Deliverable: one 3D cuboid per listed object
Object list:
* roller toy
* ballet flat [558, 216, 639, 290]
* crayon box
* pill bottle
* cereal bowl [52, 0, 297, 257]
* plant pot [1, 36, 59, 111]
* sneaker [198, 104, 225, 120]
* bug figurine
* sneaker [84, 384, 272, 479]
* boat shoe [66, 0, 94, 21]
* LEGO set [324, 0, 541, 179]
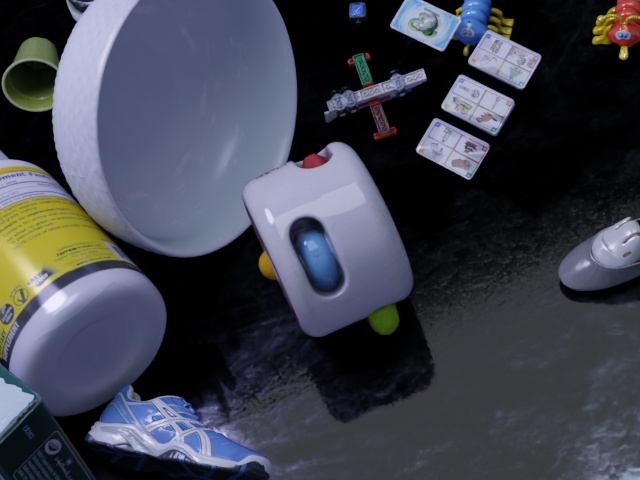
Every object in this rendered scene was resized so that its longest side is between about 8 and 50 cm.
[{"bbox_3d":[0.000,0.000,1.575,0.146,0.191,0.209,-24,53,-4],"label":"roller toy"},{"bbox_3d":[0.360,-0.006,1.574,0.213,0.068,0.072,-17,53,1],"label":"ballet flat"},{"bbox_3d":[-0.392,0.163,1.542,0.323,0.203,0.083,31,66,30],"label":"crayon box"},{"bbox_3d":[-0.338,0.029,1.637,0.188,0.188,0.334,-38,55,-14],"label":"pill bottle"},{"bbox_3d":[-0.181,-0.154,1.655,0.141,0.339,0.339,10,56,37],"label":"cereal bowl"},{"bbox_3d":[-0.374,-0.226,1.903,0.083,0.083,0.079,-12,42,4],"label":"plant pot"},{"bbox_3d":[-0.153,-0.226,1.855,0.094,0.080,0.212,-21,62,-11],"label":"sneaker"},{"bbox_3d":[0.293,-0.314,1.809,0.279,0.072,0.216,2,55,15],"label":"bug figurine"},{"bbox_3d":[-0.146,0.208,1.530,0.211,0.080,0.081,13,62,20],"label":"sneaker"},{"bbox_3d":[-0.350,-0.451,2.030,0.127,0.113,0.340,-16,53,1],"label":"boat shoe"},{"bbox_3d":[0.120,-0.195,1.768,0.244,0.060,0.182,28,78,14],"label":"LEGO set"}]
